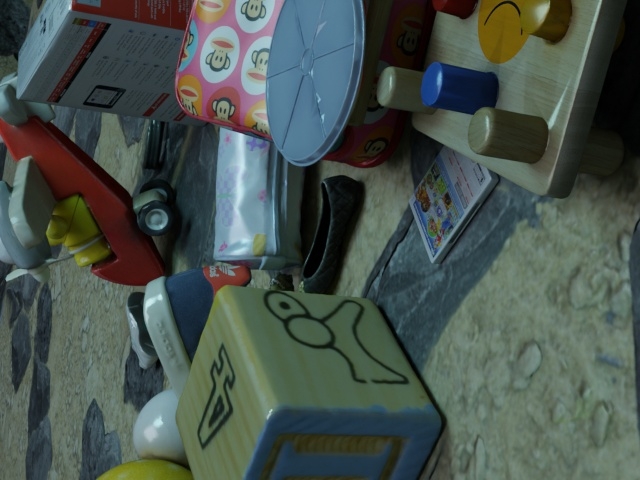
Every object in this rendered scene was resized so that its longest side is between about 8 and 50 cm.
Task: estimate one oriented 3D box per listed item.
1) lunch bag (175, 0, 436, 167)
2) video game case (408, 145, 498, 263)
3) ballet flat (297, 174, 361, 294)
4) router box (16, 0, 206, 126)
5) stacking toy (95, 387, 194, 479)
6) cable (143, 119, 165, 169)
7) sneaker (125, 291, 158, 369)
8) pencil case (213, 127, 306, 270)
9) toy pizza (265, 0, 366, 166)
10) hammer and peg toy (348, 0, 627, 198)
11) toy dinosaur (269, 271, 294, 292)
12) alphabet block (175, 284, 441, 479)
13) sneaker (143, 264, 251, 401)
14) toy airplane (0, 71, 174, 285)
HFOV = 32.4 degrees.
[{"bbox_3d":[-0.021,-0.231,1.204,0.293,0.120,0.258,24,104,40],"label":"lunch bag"},{"bbox_3d":[0.127,-0.048,1.072,0.122,0.011,0.087,-59,35,41],"label":"video game case"},{"bbox_3d":[0.000,0.000,1.282,0.057,0.049,0.173,-124,47,-55],"label":"ballet flat"},{"bbox_3d":[-0.253,-0.272,1.587,0.335,0.301,0.082,-27,60,60],"label":"router box"},{"bbox_3d":[-0.233,0.417,1.477,0.350,0.350,0.480,-41,31,55],"label":"stacking toy"},{"bbox_3d":[-0.297,-0.273,1.947,0.139,0.072,0.287,-117,40,-58],"label":"cable"},{"bbox_3d":[-0.309,0.154,1.893,0.061,0.054,0.152,116,148,-41],"label":"sneaker"},{"bbox_3d":[-0.068,-0.096,1.378,0.124,0.113,0.273,-3,81,49],"label":"pencil case"},{"bbox_3d":[0.000,-0.170,1.061,0.201,0.032,0.201,-19,69,61],"label":"toy pizza"},{"bbox_3d":[0.143,-0.196,0.941,0.361,0.127,0.266,-139,58,-63],"label":"hammer and peg toy"},{"bbox_3d":[-0.076,0.141,1.406,0.268,0.064,0.118,127,145,-52],"label":"toy dinosaur"},{"bbox_3d":[-0.021,0.182,1.122,0.193,0.192,0.197,-67,29,27],"label":"alphabet block"},{"bbox_3d":[-0.082,0.186,1.293,0.131,0.148,0.350,-112,3,-66],"label":"sneaker"},{"bbox_3d":[-0.452,-0.081,1.788,0.272,0.386,0.384,-44,65,9],"label":"toy airplane"}]
